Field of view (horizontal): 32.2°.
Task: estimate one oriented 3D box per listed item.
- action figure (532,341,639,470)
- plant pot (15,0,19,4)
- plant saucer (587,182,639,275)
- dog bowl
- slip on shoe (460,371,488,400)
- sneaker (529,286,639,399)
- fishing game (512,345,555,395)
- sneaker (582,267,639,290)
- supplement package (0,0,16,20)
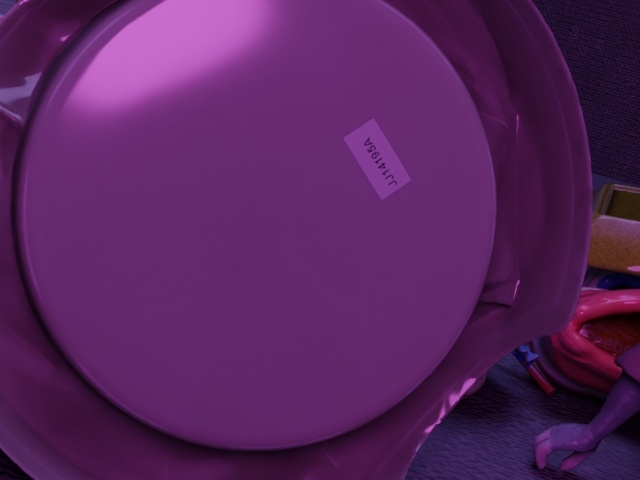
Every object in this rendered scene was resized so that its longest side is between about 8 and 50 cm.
[{"bbox_3d":[0.282,0.091,0.657,0.248,0.276,0.370,8,27,-2],"label":"action figure"},{"bbox_3d":[-0.075,-0.140,0.790,0.239,0.254,0.254,21,13,4],"label":"plant pot"},{"bbox_3d":[0.338,-0.011,1.085,0.188,0.045,0.188,11,20,16],"label":"plant saucer"},{"bbox_3d":[-0.033,-0.017,0.598,0.349,0.349,0.102,11,2,-15],"label":"dog bowl"},{"bbox_3d":[-0.014,0.033,0.902,0.331,0.101,0.123,30,32,10],"label":"slip on shoe"},{"bbox_3d":[0.324,0.104,0.885,0.314,0.116,0.136,9,-7,10],"label":"sneaker"},{"bbox_3d":[0.114,0.019,0.880,0.189,0.041,0.264,52,3,41],"label":"fishing game"},{"bbox_3d":[0.412,0.096,1.089,0.323,0.130,0.236,28,29,29],"label":"sneaker"},{"bbox_3d":[-0.263,-0.097,0.941,0.149,0.203,0.194,22,14,30],"label":"supplement package"}]
